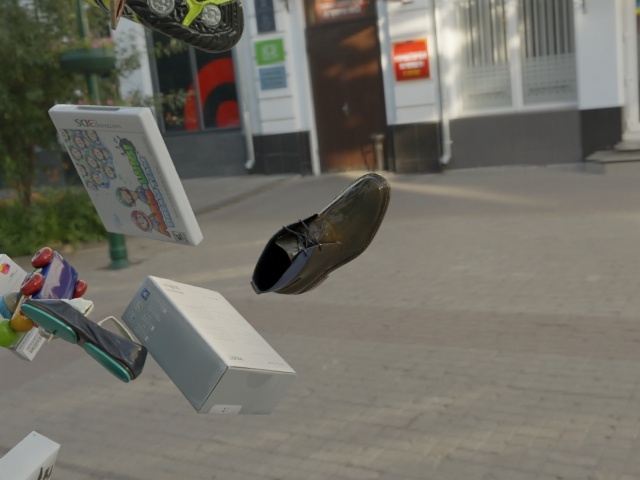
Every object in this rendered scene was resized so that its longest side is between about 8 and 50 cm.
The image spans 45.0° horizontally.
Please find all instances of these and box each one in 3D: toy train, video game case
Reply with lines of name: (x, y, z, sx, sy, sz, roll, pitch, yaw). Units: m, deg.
toy train: (-0.482, 0.129, 1.269, 0.143, 0.105, 0.248, -34, 28, 11)
video game case: (-0.204, -0.068, 0.810, 0.143, 0.157, 0.019, 8, 41, 34)

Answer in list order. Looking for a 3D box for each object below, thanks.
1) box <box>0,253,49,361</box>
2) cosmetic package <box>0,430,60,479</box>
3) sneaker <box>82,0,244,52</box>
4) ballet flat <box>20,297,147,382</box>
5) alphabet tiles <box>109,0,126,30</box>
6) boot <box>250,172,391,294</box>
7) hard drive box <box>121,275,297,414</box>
box: (-0.639, 0.142, 1.613, 0.038, 0.186, 0.145, 0, 52, 37)
cosmetic package: (-0.498, 0.402, 1.189, 0.060, 0.099, 0.239, 23, 21, 7)
sneaker: (-0.297, -0.420, 1.229, 0.384, 0.145, 0.147, 26, -2, -13)
ballet flat: (-0.343, 0.132, 1.148, 0.203, 0.074, 0.074, 33, 14, 1)
alphabet tiles: (-0.211, -0.397, 0.903, 0.009, 0.237, 0.198, 15, -21, -8)
boot: (0.000, 0.000, 1.003, 0.219, 0.082, 0.106, -50, -19, 25)
hard drive box: (-0.178, 0.169, 1.238, 0.232, 0.089, 0.181, 40, 12, 34)
